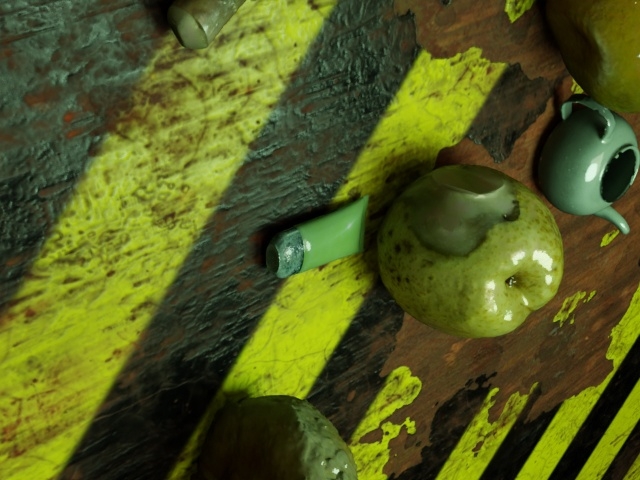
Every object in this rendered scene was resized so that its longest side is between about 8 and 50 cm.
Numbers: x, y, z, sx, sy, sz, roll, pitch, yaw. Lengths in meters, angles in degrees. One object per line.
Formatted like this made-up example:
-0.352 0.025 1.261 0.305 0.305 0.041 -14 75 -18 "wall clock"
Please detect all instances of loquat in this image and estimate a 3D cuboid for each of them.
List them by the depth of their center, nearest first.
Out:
0.472 -0.334 1.109 0.276 0.276 0.284 -33 112 -22 "loquat"

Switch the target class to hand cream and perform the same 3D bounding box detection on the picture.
0.000 0.000 1.067 0.175 0.046 0.095 -23 127 -39 "hand cream"

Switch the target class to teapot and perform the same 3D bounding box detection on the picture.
0.476 -0.135 1.345 0.193 0.129 0.294 -42 136 -16 "teapot"

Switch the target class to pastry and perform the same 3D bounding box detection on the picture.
-0.058 0.373 1.054 0.136 0.329 0.330 9 109 -43 "pastry"

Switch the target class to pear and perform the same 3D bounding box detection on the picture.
0.219 0.018 1.124 0.271 0.271 0.271 -22 127 -31 "pear"

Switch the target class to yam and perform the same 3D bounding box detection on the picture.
-0.048 -0.318 0.813 0.300 0.066 0.066 -48 137 -9 "yam"
